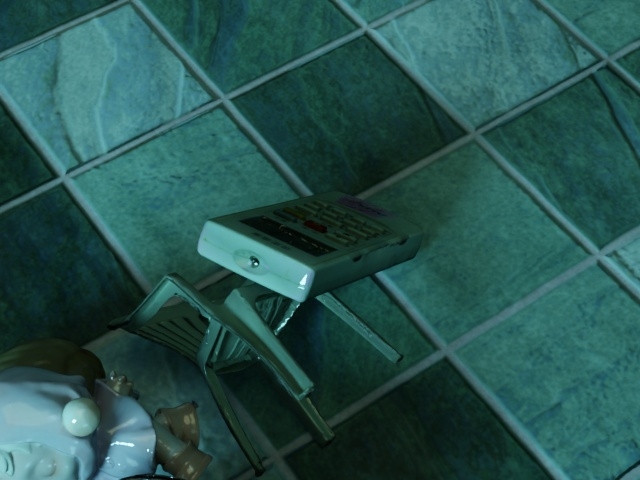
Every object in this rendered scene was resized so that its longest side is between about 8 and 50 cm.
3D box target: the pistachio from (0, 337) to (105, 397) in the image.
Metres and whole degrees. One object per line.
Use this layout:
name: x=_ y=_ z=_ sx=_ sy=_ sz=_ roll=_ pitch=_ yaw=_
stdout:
pistachio: x=-0.341 y=0.200 z=1.419 sx=0.238 sy=0.153 sz=0.138 roll=-43 pitch=102 yaw=-27

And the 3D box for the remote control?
remote control: x=0.000 y=-0.001 z=1.501 sx=0.145 sy=0.050 sz=0.344 roll=24 pitch=17 yaw=20

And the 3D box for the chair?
chair: x=-0.089 y=0.115 z=1.449 sx=0.275 sy=0.191 sz=0.203 roll=47 pitch=31 yaw=23

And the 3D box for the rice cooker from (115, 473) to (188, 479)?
rice cooker: x=-0.143 y=0.369 z=1.239 sx=0.267 sy=0.224 sz=0.267 roll=0 pitch=52 yaw=0

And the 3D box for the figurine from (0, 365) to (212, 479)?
figurine: x=-0.248 y=0.199 z=1.309 sx=0.275 sy=0.200 sz=0.133 roll=9 pitch=53 yaw=-24
